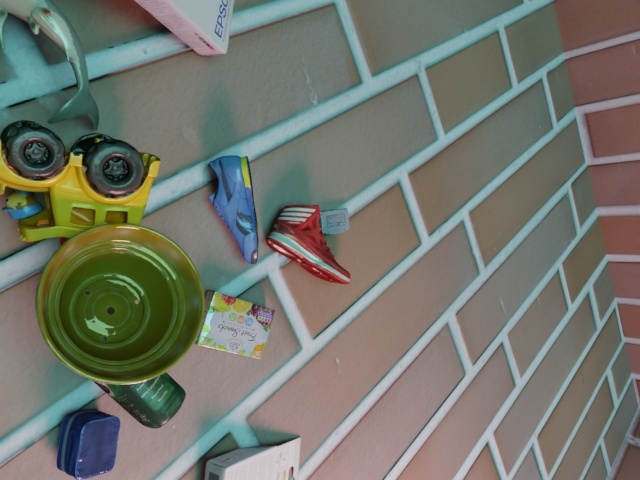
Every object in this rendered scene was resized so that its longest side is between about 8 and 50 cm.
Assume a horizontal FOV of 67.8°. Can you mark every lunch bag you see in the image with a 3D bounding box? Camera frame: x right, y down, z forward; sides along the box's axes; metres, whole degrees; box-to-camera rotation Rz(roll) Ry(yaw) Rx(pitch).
[{"bbox_3d":[-0.355,0.311,0.724,0.067,0.065,0.098,16,79,-54],"label":"lunch bag"}]

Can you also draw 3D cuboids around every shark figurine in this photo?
[{"bbox_3d":[-0.393,-0.301,0.666,0.166,0.116,0.278,-44,110,5],"label":"shark figurine"}]

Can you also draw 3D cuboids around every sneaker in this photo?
[{"bbox_3d":[-0.161,-0.054,0.891,0.082,0.069,0.209,-9,107,-7],"label":"sneaker"},{"bbox_3d":[0.000,0.000,1.001,0.221,0.087,0.127,35,70,-36],"label":"sneaker"}]

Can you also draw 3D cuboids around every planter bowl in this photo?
[{"bbox_3d":[-0.281,0.092,0.665,0.217,0.090,0.217,16,63,-35],"label":"planter bowl"}]

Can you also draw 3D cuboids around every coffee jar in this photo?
[{"bbox_3d":[-0.303,0.208,0.745,0.184,0.096,0.079,56,51,-26],"label":"coffee jar"}]

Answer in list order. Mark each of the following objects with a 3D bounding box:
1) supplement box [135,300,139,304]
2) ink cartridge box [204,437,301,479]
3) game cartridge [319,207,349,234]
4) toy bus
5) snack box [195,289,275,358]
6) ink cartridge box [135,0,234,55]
[{"bbox_3d":[-0.269,0.097,0.810,0.098,0.036,0.062,-37,112,-33],"label":"supplement box"},{"bbox_3d":[-0.133,0.501,0.933,0.232,0.066,0.188,11,83,-60],"label":"ink cartridge box"},{"bbox_3d":[0.030,-0.041,1.070,0.083,0.017,0.055,-10,93,-39],"label":"game cartridge"},{"bbox_3d":[-0.364,-0.054,0.678,0.221,0.150,0.211,6,102,-37],"label":"toy bus"},{"bbox_3d":[-0.162,0.160,0.899,0.141,0.037,0.100,24,77,-37],"label":"snack box"},{"bbox_3d":[-0.228,-0.512,0.725,0.330,0.072,0.323,20,76,-69],"label":"ink cartridge box"}]
